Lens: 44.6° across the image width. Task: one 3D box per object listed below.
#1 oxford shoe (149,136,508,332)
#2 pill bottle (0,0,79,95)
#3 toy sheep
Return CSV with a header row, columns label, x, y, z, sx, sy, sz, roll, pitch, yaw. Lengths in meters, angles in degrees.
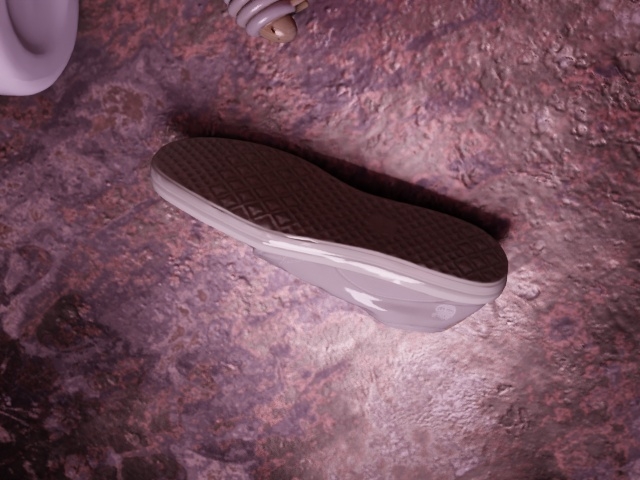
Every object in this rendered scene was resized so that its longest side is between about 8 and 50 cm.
label,x,y,z,sx,sy,sz,roll,pitch,yaw
oxford shoe,0.000,0.000,0.947,0.449,0.169,0.130,20,133,0
pill bottle,-0.505,-0.289,0.874,0.407,0.229,0.229,6,112,8
toy sheep,-0.068,-0.282,0.881,0.091,0.091,0.132,-31,89,20
